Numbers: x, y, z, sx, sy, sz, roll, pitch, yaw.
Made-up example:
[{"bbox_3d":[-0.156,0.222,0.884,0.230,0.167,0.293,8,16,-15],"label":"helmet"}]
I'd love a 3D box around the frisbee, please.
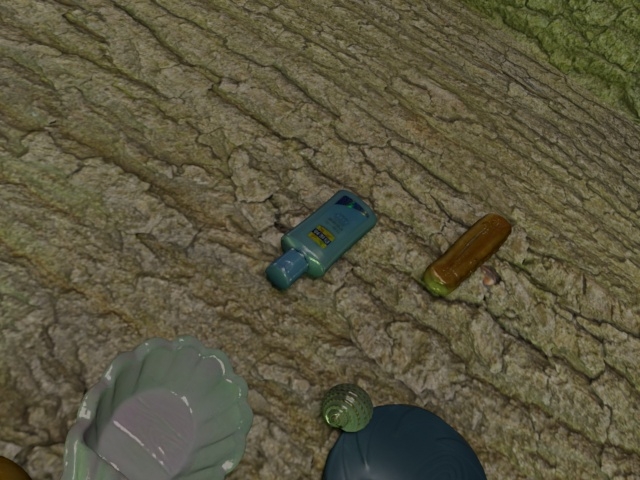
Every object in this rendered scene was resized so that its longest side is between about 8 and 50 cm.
[{"bbox_3d":[0.140,0.375,0.719,0.289,0.049,0.290,12,52,-16],"label":"frisbee"}]

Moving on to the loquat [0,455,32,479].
[{"bbox_3d":[-0.354,0.300,0.478,0.204,0.149,0.172,38,59,9],"label":"loquat"}]

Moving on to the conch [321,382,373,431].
[{"bbox_3d":[0.043,0.247,0.759,0.076,0.057,0.085,19,44,17],"label":"conch"}]

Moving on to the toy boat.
[{"bbox_3d":[-0.205,0.245,0.602,0.199,0.100,0.290,39,32,0],"label":"toy boat"}]

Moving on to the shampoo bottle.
[{"bbox_3d":[0.000,0.000,0.924,0.103,0.061,0.258,41,50,9],"label":"shampoo bottle"}]

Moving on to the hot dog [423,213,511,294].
[{"bbox_3d":[0.309,0.025,1.047,0.285,0.061,0.088,-28,67,-35],"label":"hot dog"}]
